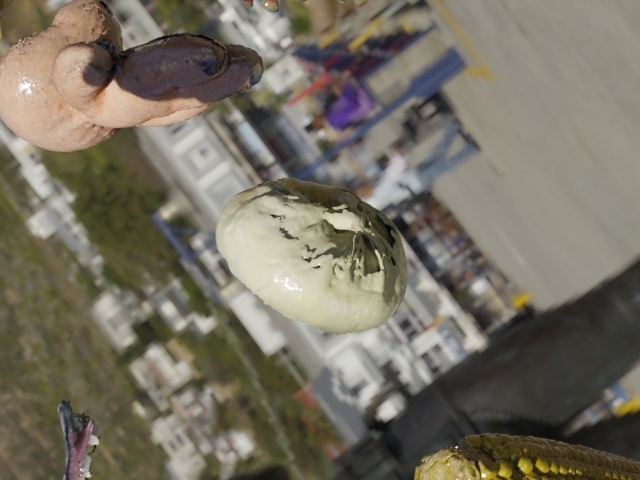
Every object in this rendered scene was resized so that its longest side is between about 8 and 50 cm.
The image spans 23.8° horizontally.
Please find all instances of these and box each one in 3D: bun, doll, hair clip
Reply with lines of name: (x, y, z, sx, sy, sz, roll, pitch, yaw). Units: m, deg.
bun: (0.000, 0.000, 2.036, 0.287, 0.146, 0.287, 25, -158, -11)
doll: (-0.198, -0.186, 1.541, 0.201, 0.303, 0.156, 20, -116, -54)
hair clip: (-0.335, 0.301, 2.064, 0.056, 0.146, 0.187, 15, -134, -21)

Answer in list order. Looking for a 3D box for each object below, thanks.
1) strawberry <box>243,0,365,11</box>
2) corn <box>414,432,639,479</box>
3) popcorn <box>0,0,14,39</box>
strawberry: (0.005, -0.329, 1.285, 0.280, 0.253, 0.150, 73, -178, -58)
corn: (0.215, 0.238, 1.350, 0.322, 0.119, 0.119, 16, -154, -35)
popcorn: (-0.440, -0.308, 1.707, 0.225, 0.332, 0.265, 12, 160, -28)
